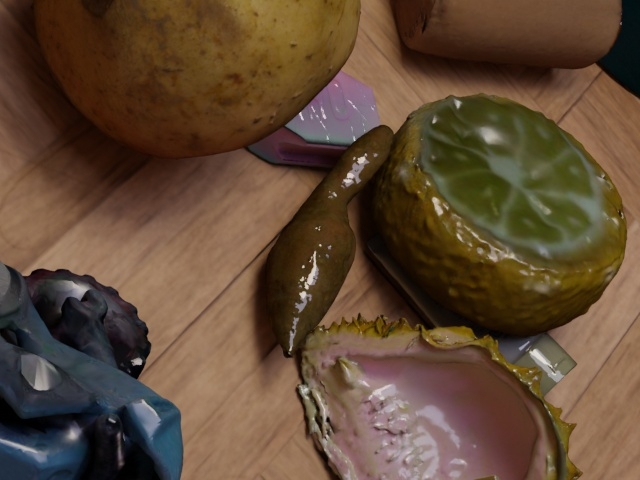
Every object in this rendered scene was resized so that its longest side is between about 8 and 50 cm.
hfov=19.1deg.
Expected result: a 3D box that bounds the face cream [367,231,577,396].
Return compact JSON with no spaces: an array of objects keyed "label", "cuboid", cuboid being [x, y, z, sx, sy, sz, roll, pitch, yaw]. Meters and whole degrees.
[{"label":"face cream","cuboid":[0.147,0.062,1.838,0.224,0.070,0.114,46,44,7]}]

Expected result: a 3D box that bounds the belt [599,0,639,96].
[{"label":"belt","cuboid":[0.461,-0.291,2.170,0.437,0.173,0.300,19,66,-25]}]

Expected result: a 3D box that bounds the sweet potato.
[{"label":"sweet potato","cuboid":[-0.001,-0.002,1.735,0.075,0.075,0.269,35,58,-18]}]

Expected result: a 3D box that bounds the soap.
[{"label":"soap","cuboid":[-0.020,-0.124,1.799,0.149,0.056,0.100,5,63,-36]}]

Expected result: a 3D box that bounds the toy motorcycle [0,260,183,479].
[{"label":"toy motorcycle","cuboid":[-0.256,0.139,1.376,0.416,0.172,0.232,-17,55,-47]}]

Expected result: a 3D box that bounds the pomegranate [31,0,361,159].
[{"label":"pomegranate","cuboid":[-0.104,-0.206,1.630,0.281,0.281,0.281,17,58,-30]}]

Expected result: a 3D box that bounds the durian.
[{"label":"durian","cuboid":[0.135,0.181,1.675,0.185,0.196,0.305,-7,70,-46]}]

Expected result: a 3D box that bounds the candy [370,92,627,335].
[{"label":"candy","cuboid":[0.171,-0.027,1.822,0.260,0.118,0.260,16,43,-15]}]

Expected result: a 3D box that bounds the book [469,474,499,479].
[{"label":"book","cuboid":[0.079,0.274,1.615,0.012,0.172,0.118,48,30,-68]}]

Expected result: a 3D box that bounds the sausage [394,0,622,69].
[{"label":"sausage","cuboid":[0.187,-0.244,1.972,0.253,0.123,0.123,2,67,-37]}]
